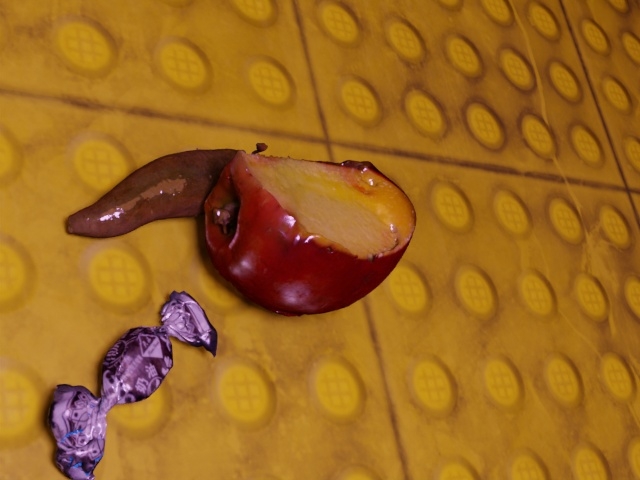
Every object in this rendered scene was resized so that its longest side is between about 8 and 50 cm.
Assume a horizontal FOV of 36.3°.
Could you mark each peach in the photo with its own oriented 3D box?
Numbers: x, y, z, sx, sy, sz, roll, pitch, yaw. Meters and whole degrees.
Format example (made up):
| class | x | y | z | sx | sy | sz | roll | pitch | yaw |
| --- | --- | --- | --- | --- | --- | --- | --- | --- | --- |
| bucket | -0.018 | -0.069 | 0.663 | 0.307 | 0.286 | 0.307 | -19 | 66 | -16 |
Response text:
| class | x | y | z | sx | sy | sz | roll | pitch | yaw |
| --- | --- | --- | --- | --- | --- | --- | --- | --- | --- |
| peach | -0.006 | 0.004 | 1.085 | 0.267 | 0.154 | 0.159 | -2 | 58 | -51 |

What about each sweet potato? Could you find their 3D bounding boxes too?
| class | x | y | z | sx | sy | sz | roll | pitch | yaw |
| --- | --- | --- | --- | --- | --- | --- | --- | --- | --- |
| sweet potato | -0.158 | -0.054 | 1.046 | 0.243 | 0.077 | 0.077 | -21 | 80 | -46 |

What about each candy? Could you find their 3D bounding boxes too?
| class | x | y | z | sx | sy | sz | roll | pitch | yaw |
| --- | --- | --- | --- | --- | --- | --- | --- | --- | --- |
| candy | -0.180 | 0.132 | 0.942 | 0.094 | 0.051 | 0.226 | 55 | 46 | -16 |
